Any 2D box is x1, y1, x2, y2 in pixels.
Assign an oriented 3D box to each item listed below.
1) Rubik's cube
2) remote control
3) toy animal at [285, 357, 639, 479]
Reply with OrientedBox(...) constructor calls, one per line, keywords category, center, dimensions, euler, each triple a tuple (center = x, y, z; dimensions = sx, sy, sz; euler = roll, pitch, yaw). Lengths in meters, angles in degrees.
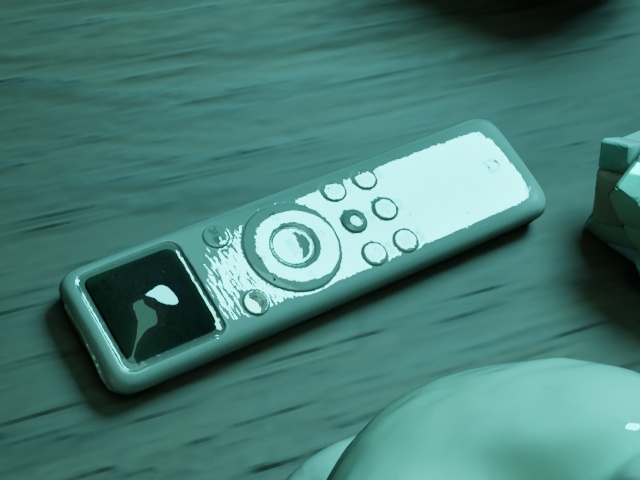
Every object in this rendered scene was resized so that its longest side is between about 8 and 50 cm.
OrientedBox(category="Rubik's cube", center=(0.182, -0.023, 0.727), dimensions=(0.075, 0.073, 0.084), euler=(-34, 78, -14))
OrientedBox(category="remote control", center=(0.000, 0.000, 0.677), dimensions=(0.261, 0.029, 0.067), euler=(-22, 68, -28))
OrientedBox(category="toy animal", center=(-0.031, 0.170, 0.458), dimensions=(0.367, 0.241, 0.196), euler=(-21, 106, -26))
